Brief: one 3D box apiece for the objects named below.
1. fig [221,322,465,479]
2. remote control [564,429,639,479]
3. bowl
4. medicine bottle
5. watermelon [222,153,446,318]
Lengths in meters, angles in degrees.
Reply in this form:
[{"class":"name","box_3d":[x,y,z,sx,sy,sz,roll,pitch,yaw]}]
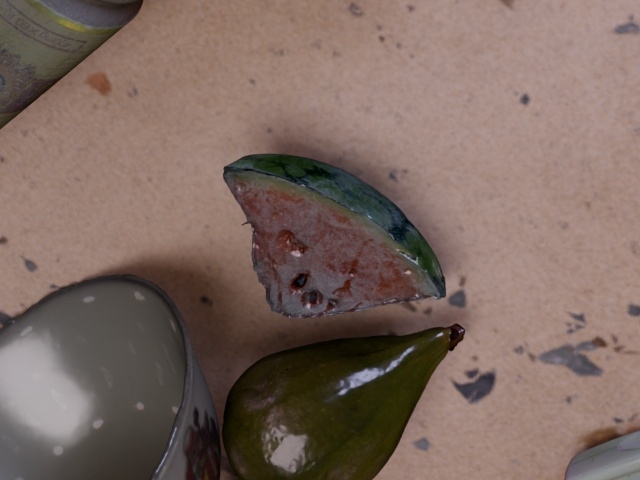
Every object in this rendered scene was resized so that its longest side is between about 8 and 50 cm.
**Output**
[{"class":"fig","box_3d":[0.023,0.132,1.468,0.185,0.133,0.126,-8,79,23]},{"class":"remote control","box_3d":[0.324,0.286,1.499,0.145,0.050,0.344,-23,108,29]},{"class":"bowl","box_3d":[-0.183,0.206,1.508,0.337,0.337,0.157,-24,129,29]},{"class":"medicine bottle","box_3d":[-0.259,-0.150,1.400,0.322,0.151,0.151,-35,102,32]},{"class":"watermelon","box_3d":[0.000,0.000,1.448,0.187,0.071,0.139,32,131,-10]}]
